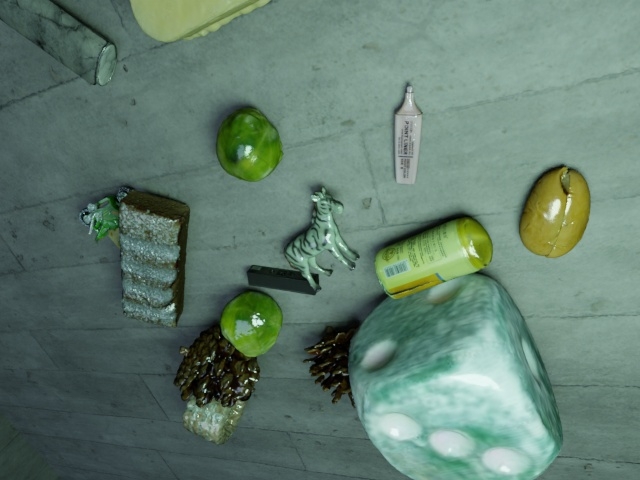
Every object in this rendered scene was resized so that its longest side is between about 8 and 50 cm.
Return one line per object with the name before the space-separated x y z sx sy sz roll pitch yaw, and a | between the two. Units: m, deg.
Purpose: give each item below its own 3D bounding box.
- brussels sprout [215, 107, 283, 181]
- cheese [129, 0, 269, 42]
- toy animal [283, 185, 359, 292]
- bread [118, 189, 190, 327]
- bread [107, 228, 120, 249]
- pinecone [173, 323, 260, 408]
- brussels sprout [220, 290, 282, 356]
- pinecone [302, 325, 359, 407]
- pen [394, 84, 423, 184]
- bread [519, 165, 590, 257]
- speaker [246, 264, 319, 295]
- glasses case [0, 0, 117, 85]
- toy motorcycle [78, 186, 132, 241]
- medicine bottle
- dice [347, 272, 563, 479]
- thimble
brussels sprout | -0.163 -0.195 0.907 0.151 0.122 0.149 45 123 -11
cheese | -0.222 -0.511 0.740 0.384 0.104 0.383 10 124 15
toy animal | 0.016 0.008 0.996 0.170 0.090 0.255 34 124 3
bread | -0.462 0.066 1.182 0.165 0.113 0.416 13 125 -5
bread | -0.565 0.019 1.258 0.068 0.028 0.153 -20 114 28
pinecone | -0.300 0.372 1.267 0.243 0.243 0.257 -33 148 34
brussels sprout | -0.183 0.228 1.169 0.144 0.161 0.180 20 145 47
pinecone | 0.065 0.338 1.133 0.212 0.169 0.186 52 139 1
pen | 0.171 -0.203 0.831 0.053 0.032 0.197 6 124 18
bread | 0.444 -0.043 0.804 0.114 0.077 0.189 10 126 20
speaker | -0.099 0.103 1.124 0.191 0.040 0.046 7 121 17
glasses case | -0.594 -0.474 0.933 0.299 0.060 0.114 35 127 -3
toy motorcycle | -0.576 -0.072 1.174 0.190 0.074 0.106 -24 105 16
medicine bottle | 0.241 0.036 0.902 0.239 0.124 0.124 -23 110 31
dice | 0.275 0.291 0.911 0.348 0.330 0.328 -26 109 29
thimble | -0.342 0.551 1.391 0.148 0.229 0.195 16 98 11
